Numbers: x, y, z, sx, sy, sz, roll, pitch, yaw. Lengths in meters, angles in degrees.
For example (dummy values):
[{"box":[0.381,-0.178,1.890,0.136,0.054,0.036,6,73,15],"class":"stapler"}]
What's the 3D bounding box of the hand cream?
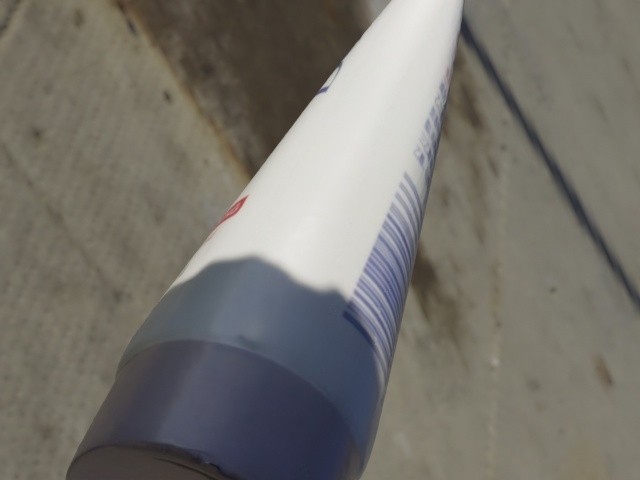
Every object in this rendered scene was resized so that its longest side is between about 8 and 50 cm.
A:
[{"box":[0.000,0.000,0.625,0.083,0.133,0.248,25,47,-2],"class":"hand cream"}]
